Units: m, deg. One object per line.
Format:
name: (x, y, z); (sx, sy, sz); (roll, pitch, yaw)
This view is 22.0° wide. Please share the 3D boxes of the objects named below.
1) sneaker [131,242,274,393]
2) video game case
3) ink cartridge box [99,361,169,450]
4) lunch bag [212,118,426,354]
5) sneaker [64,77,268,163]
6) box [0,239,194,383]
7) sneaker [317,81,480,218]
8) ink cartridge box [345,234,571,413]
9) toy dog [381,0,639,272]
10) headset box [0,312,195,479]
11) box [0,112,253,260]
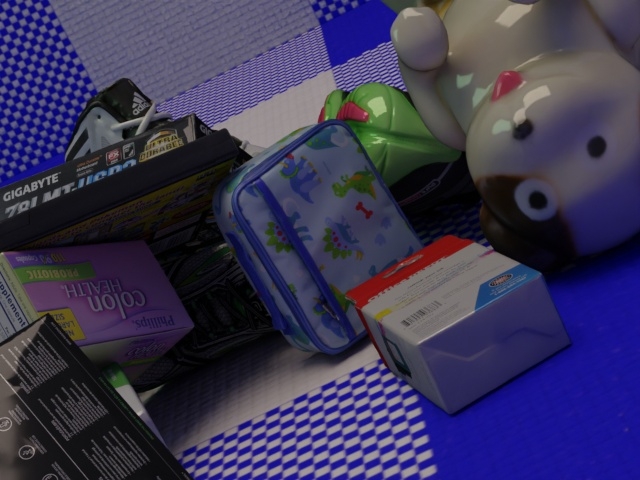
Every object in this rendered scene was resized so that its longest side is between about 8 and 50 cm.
sneaker: (-0.110, 0.061, 1.845); (0.343, 0.134, 0.146); (-31, 13, -15)
video game case: (-0.233, -0.008, 1.738); (0.275, 0.035, 0.248); (-24, -13, -22)
ink cartridge box: (-0.278, 0.253, 1.547); (0.289, 0.121, 0.211); (-29, 15, -8)
lunch bag: (0.000, 0.000, 1.719); (0.176, 0.219, 0.090); (-34, 12, -23)
sneaker: (-0.206, -0.116, 2.337); (0.447, 0.257, 0.169); (-14, 21, 38)
box: (-0.295, 0.119, 1.695); (0.243, 0.117, 0.213); (-41, -19, 29)
sneaker: (0.096, -0.089, 2.005); (0.202, 0.185, 0.483); (11, 3, -7)
ink cartridge box: (0.122, 0.072, 1.554); (0.134, 0.078, 0.231); (-29, 16, -9)
toy dog: (0.228, -0.155, 1.704); (0.284, 0.395, 0.408); (-24, 39, 15)
headset box: (-0.257, 0.241, 1.316); (0.283, 0.131, 0.246); (-34, 61, -23)
box: (-0.203, -0.029, 2.071); (0.295, 0.293, 0.073); (-20, 60, 22)
